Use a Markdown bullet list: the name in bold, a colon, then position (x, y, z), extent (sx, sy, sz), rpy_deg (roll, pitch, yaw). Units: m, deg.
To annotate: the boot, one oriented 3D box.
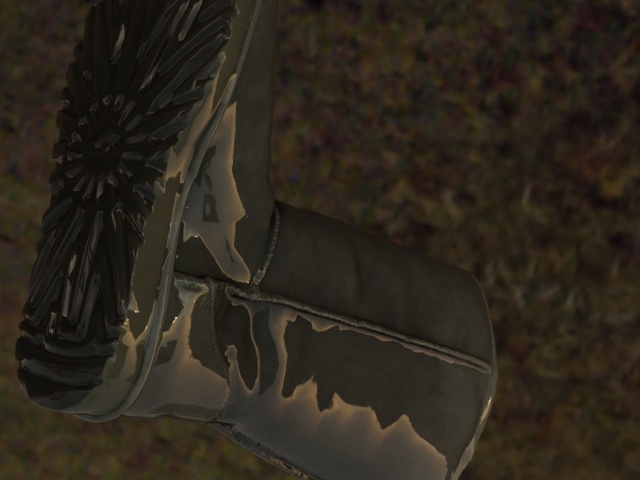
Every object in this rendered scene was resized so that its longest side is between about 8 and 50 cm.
- **boot**: position (-0.001, -0.001, 0.649), extent (0.208, 0.190, 0.076), rpy_deg (18, -179, -44)
